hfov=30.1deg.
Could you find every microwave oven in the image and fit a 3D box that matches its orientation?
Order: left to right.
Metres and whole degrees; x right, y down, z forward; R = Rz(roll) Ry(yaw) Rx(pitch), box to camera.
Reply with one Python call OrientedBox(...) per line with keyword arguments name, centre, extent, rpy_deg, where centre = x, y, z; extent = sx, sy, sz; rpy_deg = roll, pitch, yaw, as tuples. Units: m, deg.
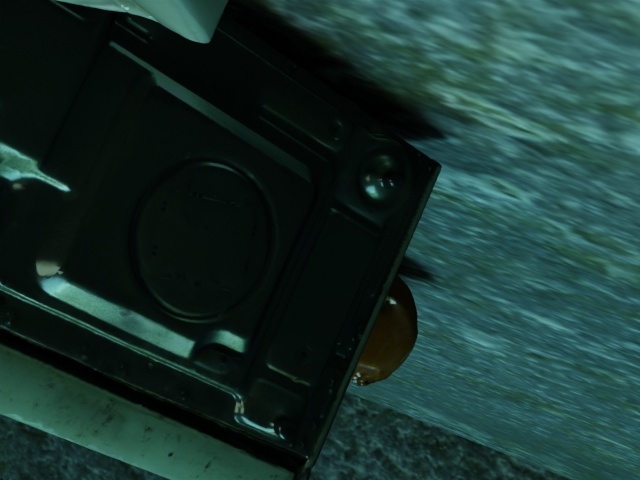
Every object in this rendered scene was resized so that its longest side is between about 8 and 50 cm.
OrientedBox(name="microwave oven", centre=(-0.153, -0.017, 0.868), extent=(0.394, 0.333, 0.247), rpy_deg=(30, 171, -32))

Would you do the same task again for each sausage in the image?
OrientedBox(name="sausage", centre=(-0.008, 0.064, 1.399), extent=(0.268, 0.153, 0.141), rpy_deg=(30, -179, -18))

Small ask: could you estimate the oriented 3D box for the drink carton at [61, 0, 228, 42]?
OrientedBox(name="drink carton", centre=(-0.198, -0.218, 0.564), extent=(0.324, 0.132, 0.194), rpy_deg=(17, 168, 23))
